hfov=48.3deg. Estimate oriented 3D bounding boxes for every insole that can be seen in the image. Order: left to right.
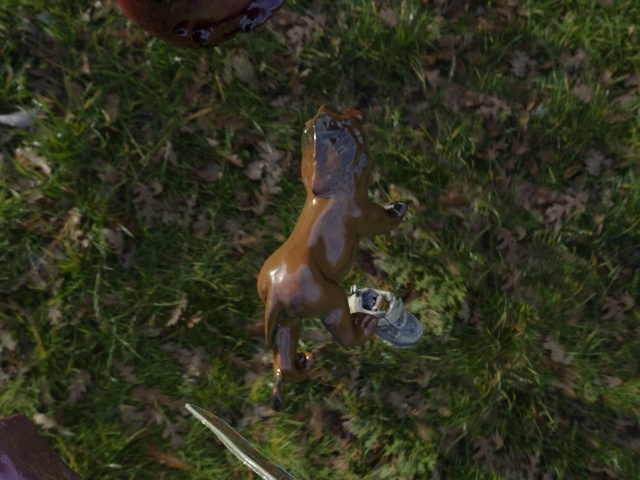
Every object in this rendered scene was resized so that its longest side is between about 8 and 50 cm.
[{"bbox_3d":[-0.061,0.181,0.612,0.193,0.065,0.006,20,75,52],"label":"insole"}]

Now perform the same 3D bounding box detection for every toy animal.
[{"bbox_3d":[0.000,0.000,0.717,0.097,0.157,0.313,-3,52,36],"label":"toy animal"}]

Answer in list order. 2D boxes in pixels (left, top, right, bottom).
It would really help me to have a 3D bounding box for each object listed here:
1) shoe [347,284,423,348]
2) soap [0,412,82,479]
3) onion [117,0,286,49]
[{"bbox_3d":[0.129,0.144,1.438,0.180,0.092,0.089,22,53,5],"label":"shoe"},{"bbox_3d":[-0.433,0.342,0.724,0.359,0.233,0.128,-39,91,-16],"label":"soap"},{"bbox_3d":[-0.088,-0.277,0.596,0.161,0.248,0.248,27,89,1],"label":"onion"}]
